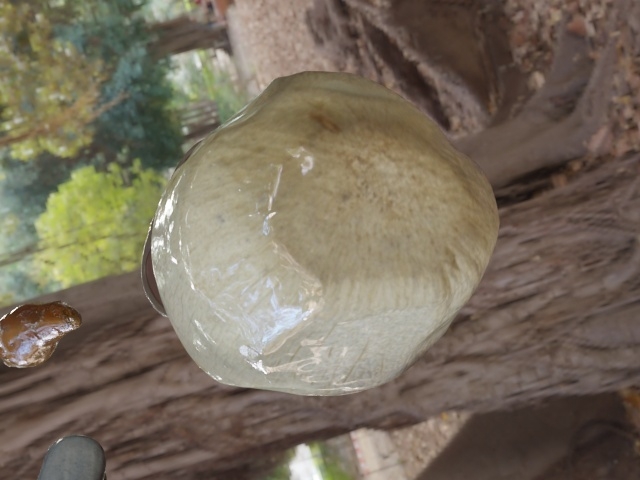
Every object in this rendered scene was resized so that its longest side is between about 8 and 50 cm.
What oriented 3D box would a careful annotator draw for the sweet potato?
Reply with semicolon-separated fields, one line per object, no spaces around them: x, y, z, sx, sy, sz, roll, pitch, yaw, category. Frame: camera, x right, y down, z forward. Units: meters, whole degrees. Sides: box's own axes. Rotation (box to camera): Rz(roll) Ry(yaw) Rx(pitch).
-0.523;0.171;1.828;0.359;0.112;0.112;-37;68;54;sweet potato

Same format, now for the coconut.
0.000;0.000;0.646;0.224;0.224;0.224;163;90;-86;coconut

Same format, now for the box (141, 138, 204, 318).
-0.116;0.010;1.612;0.216;0.301;0.301;23;-149;-36;box

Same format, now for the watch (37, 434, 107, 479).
-0.255;0.295;0.997;0.206;0.068;0.193;-88;13;-45;watch
